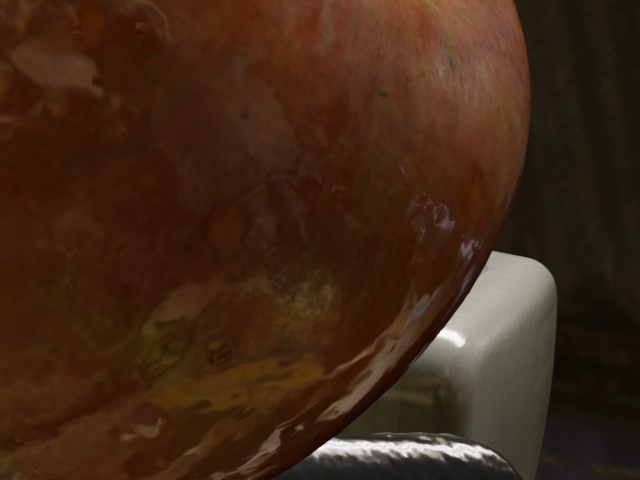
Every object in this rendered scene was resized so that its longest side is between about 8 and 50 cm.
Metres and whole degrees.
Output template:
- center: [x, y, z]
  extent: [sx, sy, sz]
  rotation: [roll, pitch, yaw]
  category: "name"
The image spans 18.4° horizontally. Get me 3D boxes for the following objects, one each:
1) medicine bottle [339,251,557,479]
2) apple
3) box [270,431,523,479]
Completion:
- center: [0.110, 0.154, 1.647]
  extent: [0.123, 0.375, 0.282]
  rotation: [10, -77, 15]
  category: "medicine bottle"
- center: [-0.072, -0.033, 0.555]
  extent: [0.253, 0.253, 0.254]
  rotation: [19, -48, 23]
  category: "apple"
- center: [0.027, 0.198, 0.991]
  extent: [0.042, 0.201, 0.213]
  rotation: [131, -45, -61]
  category: "box"
